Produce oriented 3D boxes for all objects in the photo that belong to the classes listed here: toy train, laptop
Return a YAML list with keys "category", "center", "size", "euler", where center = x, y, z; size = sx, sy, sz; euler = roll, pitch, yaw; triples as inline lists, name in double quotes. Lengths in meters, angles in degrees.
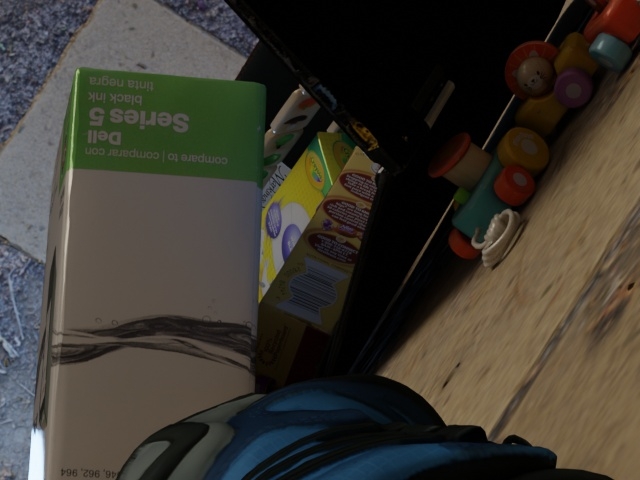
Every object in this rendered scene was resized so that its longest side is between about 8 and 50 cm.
- category: "toy train"
  center: [0.103, -0.067, 0.892]
  size: [0.166, 0.046, 0.125]
  euler: [-56, 3, -3]
- category: "laptop"
  center: [0.019, -0.183, 1.030]
  size: [0.236, 0.408, 0.382]
  euler: [-18, 33, 50]

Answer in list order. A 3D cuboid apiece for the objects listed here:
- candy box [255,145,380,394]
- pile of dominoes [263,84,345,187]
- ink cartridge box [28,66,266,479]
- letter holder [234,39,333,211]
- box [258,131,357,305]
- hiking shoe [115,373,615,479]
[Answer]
- category: "candy box"
  center: [0.002, 0.034, 1.202]
  size: [0.187, 0.053, 0.109]
  euler: [-61, -7, -50]
- category: "pile of dominoes"
  center: [0.049, -0.083, 1.407]
  size: [0.196, 0.040, 0.251]
  euler: [-14, -19, -27]
- category: "ink cartridge box"
  center: [-0.106, 0.059, 1.101]
  size: [0.198, 0.114, 0.273]
  euler: [131, 143, -73]
- category: "letter holder"
  center: [0.020, -0.122, 1.670]
  size: [0.302, 0.152, 0.214]
  euler: [-55, -5, 40]
- category: "box"
  center: [0.000, 0.000, 1.375]
  size: [0.179, 0.043, 0.105]
  euler: [-52, 45, 44]
- category: "hiking shoe"
  center: [0.015, 0.089, 0.378]
  size: [0.132, 0.113, 0.304]
  euler: [-24, 6, 15]
